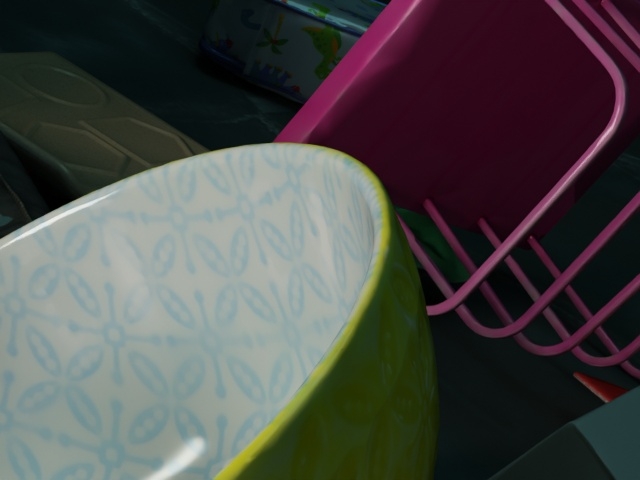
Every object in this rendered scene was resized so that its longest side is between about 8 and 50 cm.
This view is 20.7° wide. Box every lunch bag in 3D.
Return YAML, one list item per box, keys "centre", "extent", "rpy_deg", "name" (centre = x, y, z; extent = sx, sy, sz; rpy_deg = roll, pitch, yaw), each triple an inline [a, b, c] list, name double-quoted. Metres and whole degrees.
- centre: [0.010, -0.173, 1.538]
  extent: [0.219, 0.090, 0.176]
  rpy_deg: [21, 21, -6]
  name: "lunch bag"

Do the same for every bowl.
- centre: [-0.071, 0.111, 0.583]
  extent: [0.156, 0.289, 0.289]
  rpy_deg: [60, 8, -22]
  name: "bowl"

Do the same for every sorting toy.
- centre: [-0.174, -0.074, 1.180]
  extent: [0.193, 0.038, 0.208]
  rpy_deg: [33, 18, 25]
  name: "sorting toy"

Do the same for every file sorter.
- centre: [0.161, -0.042, 1.116]
  extent: [0.290, 0.202, 0.182]
  rpy_deg: [17, 31, -50]
  name: "file sorter"

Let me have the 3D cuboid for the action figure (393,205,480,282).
- centre: [0.000, 0.000, 1.129]
  extent: [0.137, 0.063, 0.232]
  rpy_deg: [35, 19, 25]
  name: "action figure"

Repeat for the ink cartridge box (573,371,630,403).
- centre: [0.311, 0.136, 0.994]
  extent: [0.261, 0.066, 0.296]
  rpy_deg: [25, 6, -14]
  name: "ink cartridge box"

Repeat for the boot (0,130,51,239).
- centre: [-0.161, -0.009, 0.990]
  extent: [0.189, 0.076, 0.208]
  rpy_deg: [11, 16, -34]
  name: "boot"

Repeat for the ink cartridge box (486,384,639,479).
- centre: [0.133, 0.144, 0.762]
  extent: [0.127, 0.128, 0.176]
  rpy_deg: [56, 29, 13]
  name: "ink cartridge box"
